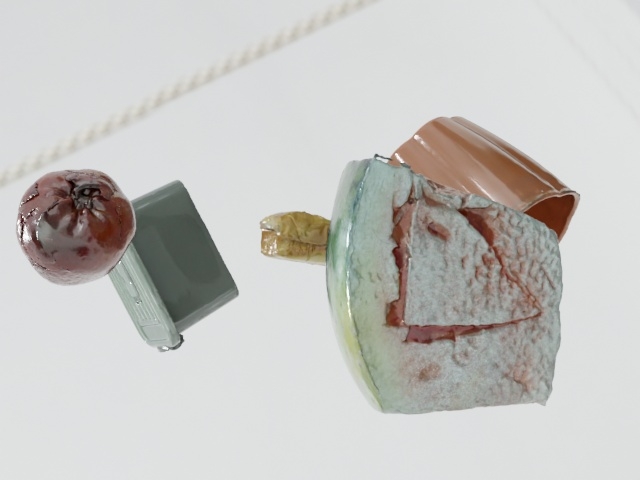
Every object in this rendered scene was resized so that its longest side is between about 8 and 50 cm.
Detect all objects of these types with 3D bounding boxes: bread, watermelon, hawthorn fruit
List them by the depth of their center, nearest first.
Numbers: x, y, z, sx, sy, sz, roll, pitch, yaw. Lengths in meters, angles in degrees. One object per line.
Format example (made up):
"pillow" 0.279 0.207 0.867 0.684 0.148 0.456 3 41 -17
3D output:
"watermelon" 0.106 0.032 1.305 0.261 0.201 0.213 -39 -50 -86
"bread" 0.000 0.000 1.629 0.074 0.132 0.053 174 103 -70
"hawthorn fruit" -0.306 -0.009 1.849 0.148 0.148 0.172 61 149 24

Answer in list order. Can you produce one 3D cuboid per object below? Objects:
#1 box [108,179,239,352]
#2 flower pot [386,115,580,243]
"box" -0.232 0.030 2.217 0.243 0.135 0.163 63 158 -4
"flower pot" 0.165 -0.042 1.692 0.173 0.190 0.190 47 168 22
